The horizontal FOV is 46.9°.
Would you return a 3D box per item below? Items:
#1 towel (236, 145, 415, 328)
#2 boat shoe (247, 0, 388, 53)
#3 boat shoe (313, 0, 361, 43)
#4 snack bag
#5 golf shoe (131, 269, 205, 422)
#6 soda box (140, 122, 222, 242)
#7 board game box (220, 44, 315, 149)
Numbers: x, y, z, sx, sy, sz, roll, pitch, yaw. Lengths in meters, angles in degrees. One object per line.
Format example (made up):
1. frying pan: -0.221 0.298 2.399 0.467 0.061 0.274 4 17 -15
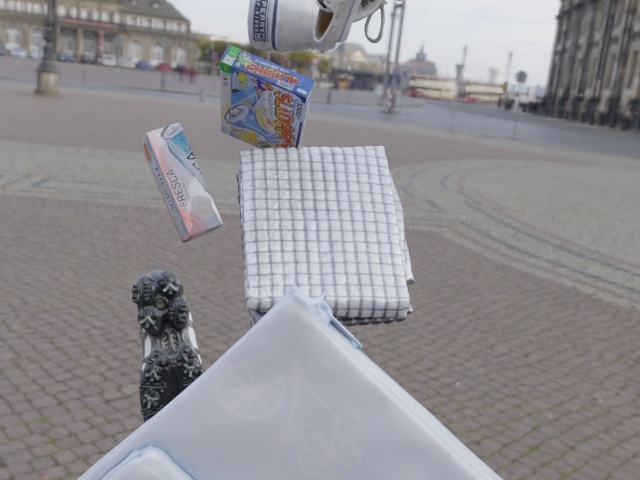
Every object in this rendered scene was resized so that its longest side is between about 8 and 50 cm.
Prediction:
1. towel: 0.000 0.000 1.056 0.235 0.121 0.284 0 58 -11
2. boat shoe: 0.034 -0.320 0.942 0.156 0.136 0.367 12 28 8
3. boat shoe: 0.013 -0.221 0.674 0.035 0.100 0.035 -15 63 -22
4. snack bag: -0.024 0.243 0.569 0.323 0.342 0.037 44 12 -19
5. golf shoe: -0.173 0.133 0.861 0.077 0.198 0.094 -3 -2 -7
6. soda box: -0.226 -0.092 1.194 0.063 0.183 0.058 -23 0 -26
7. board game box: -0.086 -0.203 1.130 0.136 0.035 0.201 23 -22 3
